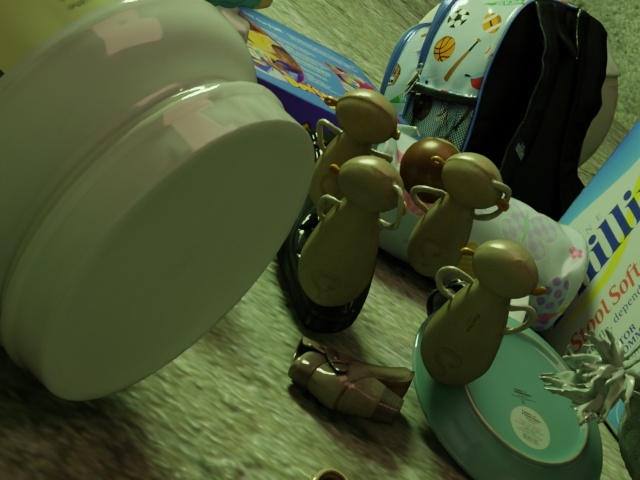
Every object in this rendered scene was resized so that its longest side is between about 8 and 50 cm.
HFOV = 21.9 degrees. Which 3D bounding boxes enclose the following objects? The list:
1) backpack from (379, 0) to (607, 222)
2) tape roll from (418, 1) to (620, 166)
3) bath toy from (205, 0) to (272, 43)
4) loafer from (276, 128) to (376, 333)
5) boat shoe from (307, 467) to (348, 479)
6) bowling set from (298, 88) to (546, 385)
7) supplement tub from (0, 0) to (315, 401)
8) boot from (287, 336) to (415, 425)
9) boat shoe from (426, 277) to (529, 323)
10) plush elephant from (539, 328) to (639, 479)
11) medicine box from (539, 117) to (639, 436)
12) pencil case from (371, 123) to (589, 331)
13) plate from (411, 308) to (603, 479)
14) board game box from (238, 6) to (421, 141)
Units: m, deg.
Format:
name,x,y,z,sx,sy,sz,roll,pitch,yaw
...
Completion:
name,x,y,z,sx,sy,sz,roll,pitch,yaw
backpack,0.194,-0.150,1.832,0.213,0.263,0.276,27,9,34
tape roll,0.230,-0.184,2.029,0.246,0.246,0.169,40,17,14
bath toy,-0.136,-0.151,1.153,0.129,0.348,0.151,11,63,-16
loafer,0.000,0.000,1.360,0.076,0.078,0.223,10,40,-13
boat shoe,0.002,0.179,0.897,0.063,0.059,0.170,30,17,-20
bowling set,0.052,-0.048,1.249,0.287,0.154,0.200,28,51,4
supplement tub,-0.185,-0.088,0.949,0.325,0.235,0.235,42,17,20
boot,0.021,0.097,1.204,0.087,0.042,0.118,28,8,2
boat shoe,0.125,0.070,1.431,0.076,0.080,0.228,36,24,-4
plush elephant,0.349,0.187,1.226,0.330,0.272,0.255,14,27,-30
medicine box,0.364,0.049,1.618,0.149,0.263,0.289,25,20,-34
pencil case,0.128,-0.017,1.592,0.273,0.113,0.124,31,39,-21
plate,0.153,0.124,1.292,0.188,0.024,0.188,24,42,-24
board game box,-0.062,-0.158,1.664,0.347,0.078,0.233,23,21,-39
